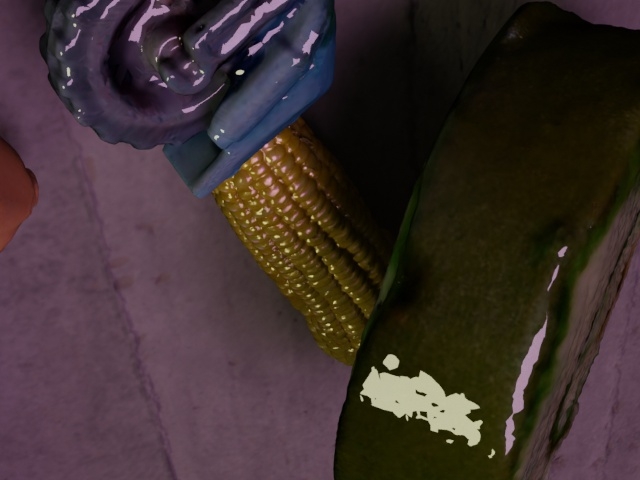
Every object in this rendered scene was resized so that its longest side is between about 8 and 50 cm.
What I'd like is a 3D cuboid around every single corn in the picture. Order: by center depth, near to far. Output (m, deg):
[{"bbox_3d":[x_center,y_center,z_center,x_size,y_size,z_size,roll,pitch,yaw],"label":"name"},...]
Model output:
[{"bbox_3d":[0.000,0.000,0.785,0.101,0.101,0.291,-36,133,-2],"label":"corn"}]

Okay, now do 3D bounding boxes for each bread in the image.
[{"bbox_3d":[0.139,0.038,0.753,0.366,0.129,0.381,-52,156,-44],"label":"bread"}]

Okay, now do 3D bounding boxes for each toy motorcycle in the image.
[{"bbox_3d":[0.051,-0.177,0.606,0.416,0.172,0.232,-43,140,1],"label":"toy motorcycle"}]

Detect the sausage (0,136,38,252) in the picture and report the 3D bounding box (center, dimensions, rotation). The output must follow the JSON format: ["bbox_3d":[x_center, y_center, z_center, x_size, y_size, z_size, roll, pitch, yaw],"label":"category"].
[{"bbox_3d":[-0.257,-0.076,0.548,0.086,0.086,0.289,-41,136,3],"label":"sausage"}]
